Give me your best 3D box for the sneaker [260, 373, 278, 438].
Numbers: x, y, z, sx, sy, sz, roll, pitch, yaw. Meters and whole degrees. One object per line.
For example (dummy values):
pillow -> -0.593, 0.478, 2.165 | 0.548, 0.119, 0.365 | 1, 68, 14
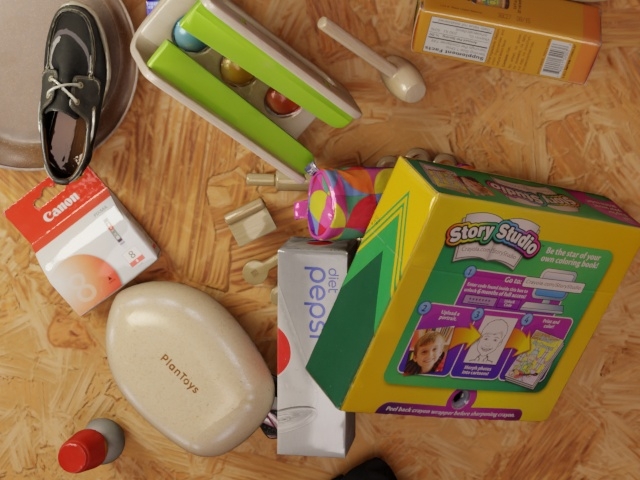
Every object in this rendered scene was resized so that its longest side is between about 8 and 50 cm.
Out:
sneaker -> -0.042, 0.255, 1.964 | 0.178, 0.072, 0.077 | 30, 113, 4

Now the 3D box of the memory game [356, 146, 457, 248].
memory game -> 0.129, -0.035, 1.859 | 0.186, 0.012, 0.186 | -2, 106, -8

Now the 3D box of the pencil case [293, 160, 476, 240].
pencil case -> 0.092, -0.050, 1.771 | 0.236, 0.104, 0.104 | -1, 111, -22

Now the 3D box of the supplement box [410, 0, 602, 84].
supplement box -> 0.234, -0.268, 1.747 | 0.233, 0.078, 0.080 | 13, 138, -2

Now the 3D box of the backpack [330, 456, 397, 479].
backpack -> 0.104, 0.543, 1.979 | 0.290, 0.273, 0.355 | -39, 116, 7

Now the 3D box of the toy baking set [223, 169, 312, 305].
toy baking set -> -0.001, -0.006, 1.884 | 0.256, 0.030, 0.197 | -3, 112, 0

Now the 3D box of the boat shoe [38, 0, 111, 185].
boat shoe -> -0.317, -0.186, 1.755 | 0.084, 0.079, 0.233 | 8, 108, 1

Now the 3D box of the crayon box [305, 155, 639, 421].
crayon box -> 0.203, 0.074, 1.773 | 0.363, 0.106, 0.313 | 8, 115, -35

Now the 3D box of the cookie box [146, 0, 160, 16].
cookie box -> -0.176, -0.264, 1.791 | 0.092, 0.040, 0.107 | -3, 110, 1

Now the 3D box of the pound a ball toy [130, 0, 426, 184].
pound a ball toy -> -0.051, -0.224, 1.736 | 0.319, 0.136, 0.208 | 32, 106, -33

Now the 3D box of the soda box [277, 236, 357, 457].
soda box -> -0.005, 0.142, 1.845 | 0.098, 0.091, 0.286 | 3, 102, 9

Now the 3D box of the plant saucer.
plant saucer -> -0.389, -0.245, 1.801 | 0.310, 0.050, 0.310 | 0, 110, 1

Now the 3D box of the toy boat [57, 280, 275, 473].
toy boat -> -0.230, 0.209, 1.914 | 0.318, 0.148, 0.267 | -40, 84, 11

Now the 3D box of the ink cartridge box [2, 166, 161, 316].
ink cartridge box -> -0.329, -0.006, 1.888 | 0.145, 0.045, 0.179 | -36, 107, 13
